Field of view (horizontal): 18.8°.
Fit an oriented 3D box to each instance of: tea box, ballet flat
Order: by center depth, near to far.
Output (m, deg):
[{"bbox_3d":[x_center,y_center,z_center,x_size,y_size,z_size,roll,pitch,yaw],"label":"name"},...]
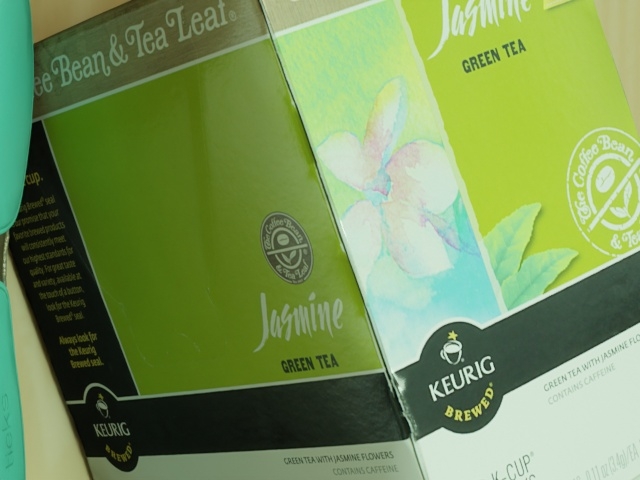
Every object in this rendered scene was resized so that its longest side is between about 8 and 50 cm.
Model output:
[{"bbox_3d":[-0.214,0.005,1.017,0.107,0.106,0.316,11,81,-77],"label":"ballet flat"},{"bbox_3d":[0.000,0.000,1.085,0.220,0.329,0.324,-24,98,-35],"label":"tea box"}]
